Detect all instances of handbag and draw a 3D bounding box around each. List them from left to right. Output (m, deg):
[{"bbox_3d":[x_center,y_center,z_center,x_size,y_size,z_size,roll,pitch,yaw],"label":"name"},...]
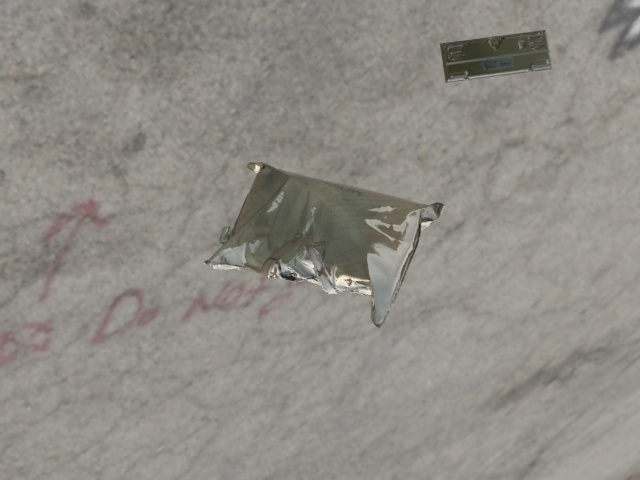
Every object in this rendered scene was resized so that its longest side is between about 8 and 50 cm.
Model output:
[{"bbox_3d":[0.000,0.000,1.204,0.117,0.270,0.182,74,35,-60],"label":"handbag"}]

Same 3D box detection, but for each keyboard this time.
[{"bbox_3d":[0.208,-0.218,1.140,0.129,0.049,0.015,-8,180,-3],"label":"keyboard"}]
